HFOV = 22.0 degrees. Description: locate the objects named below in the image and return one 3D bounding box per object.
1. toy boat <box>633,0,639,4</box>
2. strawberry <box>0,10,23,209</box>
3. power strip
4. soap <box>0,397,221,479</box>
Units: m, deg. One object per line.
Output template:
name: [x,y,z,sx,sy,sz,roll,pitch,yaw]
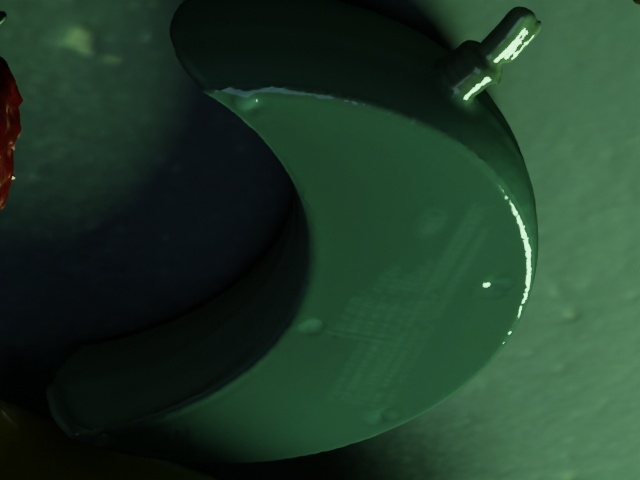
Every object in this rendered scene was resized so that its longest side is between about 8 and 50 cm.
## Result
toy boat: [0.176,-0.090,0.504,0.310,0.089,0.115,25,121,-29]
strawberry: [-0.154,-0.034,0.513,0.131,0.131,0.148,11,152,-17]
power strip: [0.000,0.000,0.617,0.167,0.054,0.253,10,136,-19]
soap: [-0.061,0.263,0.740,0.335,0.156,0.293,29,90,-37]
